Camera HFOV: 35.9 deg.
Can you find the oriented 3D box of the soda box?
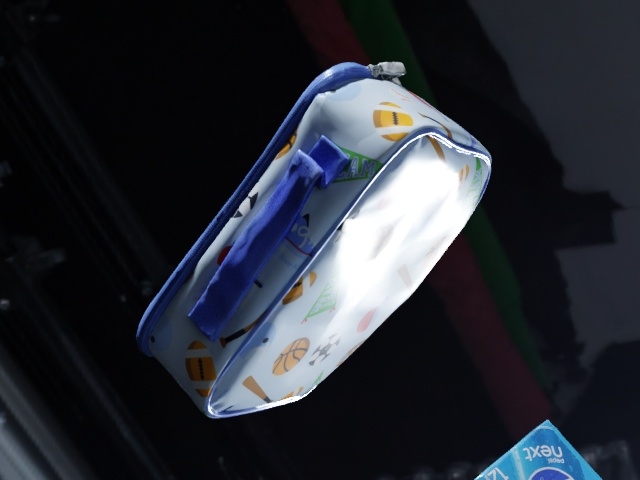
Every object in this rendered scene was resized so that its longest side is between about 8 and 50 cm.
[{"bbox_3d":[0.107,0.201,0.647,0.071,0.210,0.067,-30,-110,-31],"label":"soda box"}]

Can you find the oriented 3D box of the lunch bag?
[{"bbox_3d":[0.000,0.000,0.795,0.115,0.303,0.243,42,-165,23],"label":"lunch bag"}]
